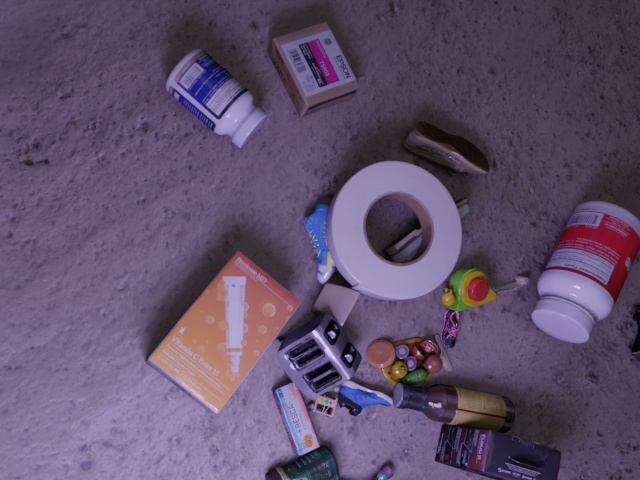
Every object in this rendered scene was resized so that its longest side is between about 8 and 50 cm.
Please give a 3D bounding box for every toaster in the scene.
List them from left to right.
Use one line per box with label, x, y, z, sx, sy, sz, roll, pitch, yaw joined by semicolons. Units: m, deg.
toaster;-0.011;0.302;1.682;0.185;0.110;0.168;-32;98;19

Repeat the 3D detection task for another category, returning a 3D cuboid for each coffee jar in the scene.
coffee jar;-0.048;0.608;1.644;0.184;0.079;0.096;-18;105;-21

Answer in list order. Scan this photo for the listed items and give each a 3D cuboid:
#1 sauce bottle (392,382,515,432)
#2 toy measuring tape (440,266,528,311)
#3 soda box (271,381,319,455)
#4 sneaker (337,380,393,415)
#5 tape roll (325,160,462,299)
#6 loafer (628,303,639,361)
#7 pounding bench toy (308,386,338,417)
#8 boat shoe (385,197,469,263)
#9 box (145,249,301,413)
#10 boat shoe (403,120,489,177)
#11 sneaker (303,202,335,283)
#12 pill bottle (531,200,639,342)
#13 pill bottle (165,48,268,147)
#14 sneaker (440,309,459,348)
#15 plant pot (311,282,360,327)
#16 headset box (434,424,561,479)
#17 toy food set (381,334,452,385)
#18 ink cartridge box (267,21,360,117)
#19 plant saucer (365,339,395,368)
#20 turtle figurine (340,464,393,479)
sauce bottle;0.373;0.462;1.800;0.344;0.111;0.111;15;73;-14
toy measuring tape;0.492;0.120;1.917;0.330;0.121;0.121;-16;82;-27
soda box;-0.067;0.468;1.687;0.063;0.058;0.183;-18;83;-20
sneaker;0.120;0.447;1.749;0.152;0.058;0.085;23;66;-7
tape roll;0.205;-0.026;1.776;0.392;0.072;0.392;3;80;-16
loafer;1.094;0.236;2.068;0.130;0.134;0.366;23;71;-12
pounding bench toy;0.008;0.426;1.723;0.065;0.052;0.083;21;72;-12
boat shoe;0.334;-0.015;1.908;0.302;0.113;0.103;-34;95;-14
box;-0.247;0.232;1.626;0.215;0.168;0.345;39;69;-5
boat shoe;0.398;-0.276;2.004;0.285;0.089;0.105;26;45;-13
sneaker;0.000;0.000;1.817;0.126;0.091;0.240;15;73;6
pill bottle;0.810;0.097;1.961;0.229;0.229;0.408;36;70;-7
pill bottle;-0.282;-0.388;1.770;0.264;0.153;0.153;41;69;-5
sneaker;0.387;0.259;1.881;0.047;0.057;0.119;9;76;-17
plant pot;0.037;0.177;1.768;0.096;0.109;0.109;30;70;3
headset box;0.474;0.578;1.707;0.218;0.293;0.110;20;72;-13
toy food set;0.283;0.340;1.820;0.217;0.071;0.128;-12;81;-20
ink cartridge box;-0.021;-0.514;1.917;0.193;0.088;0.235;-26;85;-20
plant saucer;0.168;0.319;1.796;0.083;0.013;0.083;-7;58;11
turtle figurine;0.109;0.692;1.665;0.234;0.118;0.175;-22;84;-27
